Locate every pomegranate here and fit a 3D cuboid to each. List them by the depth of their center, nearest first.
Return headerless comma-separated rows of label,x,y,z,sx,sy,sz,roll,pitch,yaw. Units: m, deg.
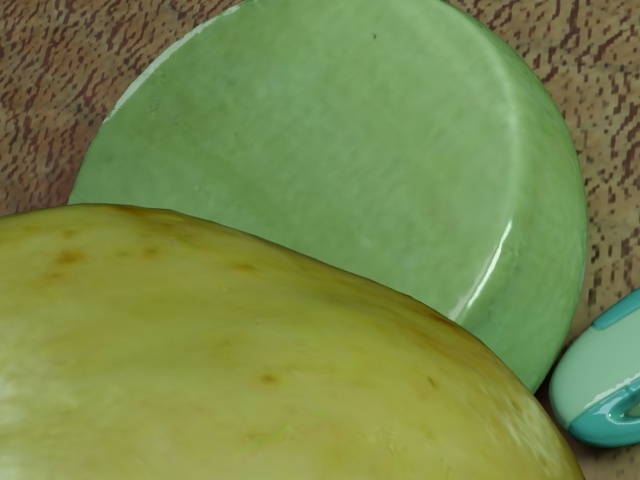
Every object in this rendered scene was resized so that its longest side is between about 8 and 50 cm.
pomegranate,-0.084,0.199,0.463,0.412,0.411,0.411,-12,61,22

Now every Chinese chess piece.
Chinese chess piece,0.000,0.000,0.705,0.250,0.101,0.250,-12,61,22

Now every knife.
knife,0.195,0.018,0.641,0.222,0.031,0.064,-32,51,5
